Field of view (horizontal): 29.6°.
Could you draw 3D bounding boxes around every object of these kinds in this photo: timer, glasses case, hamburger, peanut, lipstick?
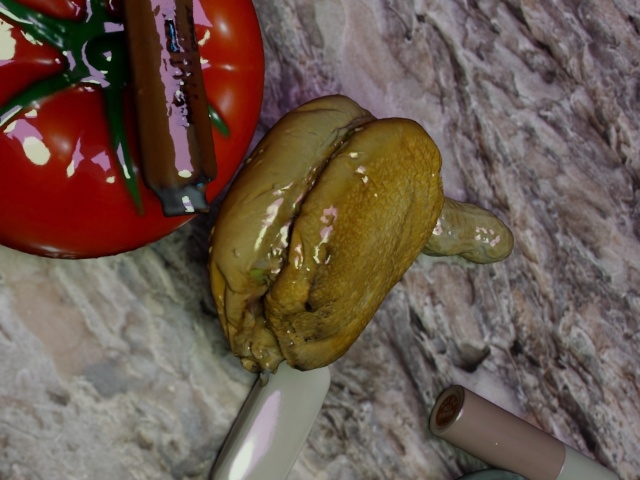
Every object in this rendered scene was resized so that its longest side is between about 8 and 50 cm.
[{"bbox_3d":[-0.246,-0.169,1.212,0.378,0.279,0.378,2,86,-25],"label":"timer"},{"bbox_3d":[-0.055,0.214,1.380,0.081,0.051,0.204,35,71,-17],"label":"glasses case"},{"bbox_3d":[0.000,0.000,1.311,0.170,0.290,0.314,24,57,24],"label":"hamburger"},{"bbox_3d":[0.163,-0.012,1.495,0.174,0.080,0.080,15,78,-22],"label":"peanut"},{"bbox_3d":[0.256,0.265,1.510,0.254,0.070,0.070,30,72,-19],"label":"lipstick"},{"bbox_3d":[-0.147,-0.229,1.069,0.077,0.077,0.418,-9,92,-26],"label":"lipstick"}]

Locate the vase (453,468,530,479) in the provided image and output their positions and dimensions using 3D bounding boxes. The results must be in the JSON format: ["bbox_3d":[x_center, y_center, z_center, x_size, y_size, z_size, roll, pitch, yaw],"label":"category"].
[{"bbox_3d":[0.242,0.399,1.454,0.301,0.156,0.251,2,79,-31],"label":"vase"}]
